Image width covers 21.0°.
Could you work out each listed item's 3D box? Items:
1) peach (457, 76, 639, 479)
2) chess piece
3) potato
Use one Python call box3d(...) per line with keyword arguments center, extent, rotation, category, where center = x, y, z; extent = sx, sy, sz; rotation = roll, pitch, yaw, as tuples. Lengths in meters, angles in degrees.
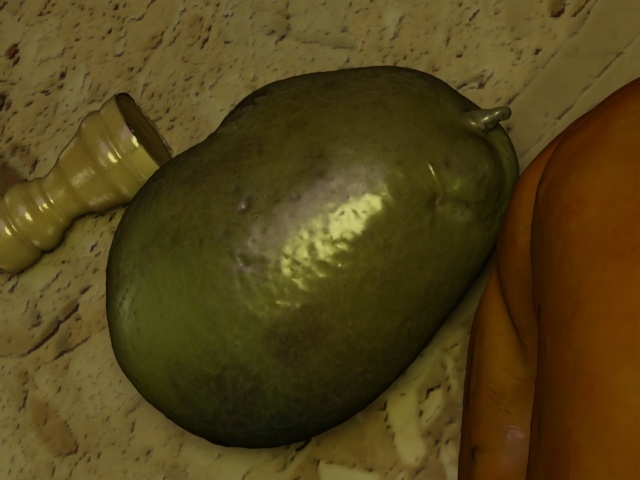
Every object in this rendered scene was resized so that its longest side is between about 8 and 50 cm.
box3d(center=(0.220, 0.089, 0.704), extent=(0.302, 0.343, 0.342), rotation=(4, 65, -5), category="peach")
box3d(center=(-0.154, -0.032, 1.061), extent=(0.122, 0.066, 0.066), rotation=(-33, 59, 10), category="chess piece")
box3d(center=(0.000, 0.000, 0.934), extent=(0.251, 0.159, 0.174), rotation=(-38, 85, 15), category="potato")
